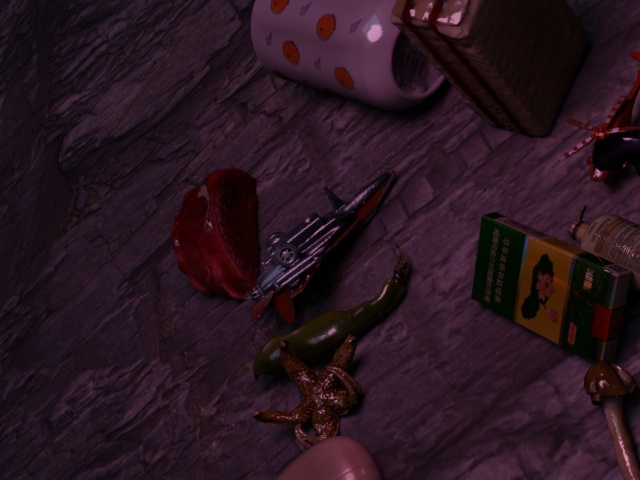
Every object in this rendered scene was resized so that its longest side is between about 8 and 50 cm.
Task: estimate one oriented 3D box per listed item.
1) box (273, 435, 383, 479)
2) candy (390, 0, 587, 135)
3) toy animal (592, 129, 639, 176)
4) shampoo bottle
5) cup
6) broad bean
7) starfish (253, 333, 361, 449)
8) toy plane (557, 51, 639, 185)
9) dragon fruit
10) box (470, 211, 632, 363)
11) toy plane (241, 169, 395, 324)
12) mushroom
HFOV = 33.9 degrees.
[{"bbox_3d":[0.000,0.370,1.486,0.200,0.088,0.146,-45,46,14],"label":"box"},{"bbox_3d":[0.249,-0.299,1.481,0.135,0.321,0.179,21,79,43],"label":"candy"},{"bbox_3d":[0.477,-0.073,1.249,0.298,0.185,0.122,16,73,26],"label":"toy animal"},{"bbox_3d":[0.387,0.012,1.352,0.162,0.079,0.079,30,89,46],"label":"shampoo bottle"},{"bbox_3d":[0.060,-0.337,1.743,0.317,0.212,0.212,28,87,45],"label":"cup"},{"bbox_3d":[0.018,0.128,1.634,0.318,0.056,0.098,-39,43,12],"label":"broad bean"},{"bbox_3d":[-0.010,0.215,1.578,0.146,0.074,0.190,32,92,30],"label":"starfish"},{"bbox_3d":[0.407,-0.167,1.444,0.126,0.077,0.194,-9,54,34],"label":"toy plane"},{"bbox_3d":[-0.188,-0.025,1.847,0.163,0.189,0.261,-5,55,5],"label":"dragon fruit"},{"bbox_3d":[0.299,0.061,1.390,0.235,0.034,0.132,28,122,47],"label":"box"},{"bbox_3d":[-0.006,-0.004,1.691,0.326,0.104,0.223,-51,16,2],"label":"toy plane"},{"bbox_3d":[0.369,0.233,1.268,0.061,0.060,0.187,-19,63,15],"label":"mushroom"}]
